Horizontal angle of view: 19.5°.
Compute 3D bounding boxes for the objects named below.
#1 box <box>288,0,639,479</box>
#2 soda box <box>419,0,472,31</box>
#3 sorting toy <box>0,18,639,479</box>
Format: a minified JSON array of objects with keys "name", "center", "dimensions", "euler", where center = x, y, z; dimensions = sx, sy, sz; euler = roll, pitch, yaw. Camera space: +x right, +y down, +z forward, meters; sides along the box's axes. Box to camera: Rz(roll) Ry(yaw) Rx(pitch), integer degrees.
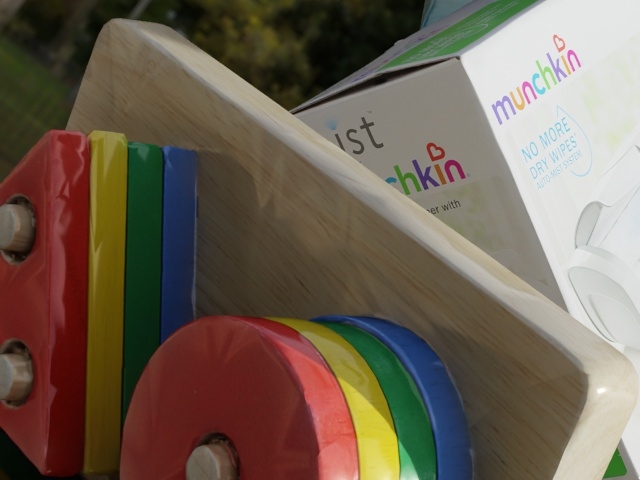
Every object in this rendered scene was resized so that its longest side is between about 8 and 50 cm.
[{"name":"box","center":[0.133,-0.023,1.004],"dimensions":[0.127,0.262,0.231],"euler":[-15,-77,40]},{"name":"soda box","center":[0.115,-0.187,1.233],"dimensions":[0.071,0.067,0.210],"euler":[11,-10,-1]},{"name":"sorting toy","center":[-0.061,0.087,0.605],"dimensions":[0.089,0.255,0.257],"euler":[5,24,-43]}]
